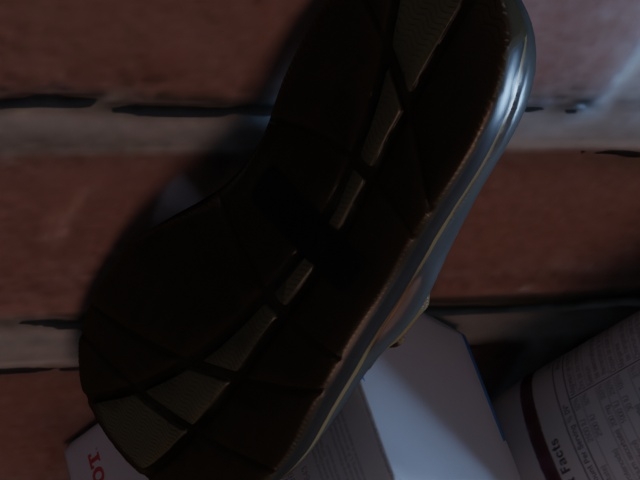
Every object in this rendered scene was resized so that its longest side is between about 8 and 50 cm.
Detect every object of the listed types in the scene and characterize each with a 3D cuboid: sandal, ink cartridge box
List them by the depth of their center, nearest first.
[{"bbox_3d":[0.000,0.000,0.589,0.060,0.090,0.219,-11,142,-51],"label":"sandal"},{"bbox_3d":[-0.015,0.093,0.676,0.143,0.092,0.090,-37,142,24],"label":"ink cartridge box"}]

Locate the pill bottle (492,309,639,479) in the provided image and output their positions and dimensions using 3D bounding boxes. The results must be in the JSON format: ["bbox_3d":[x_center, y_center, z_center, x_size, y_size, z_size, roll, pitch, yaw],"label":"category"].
[{"bbox_3d":[0.136,0.085,0.714,0.221,0.121,0.121,-32,143,16],"label":"pill bottle"}]
